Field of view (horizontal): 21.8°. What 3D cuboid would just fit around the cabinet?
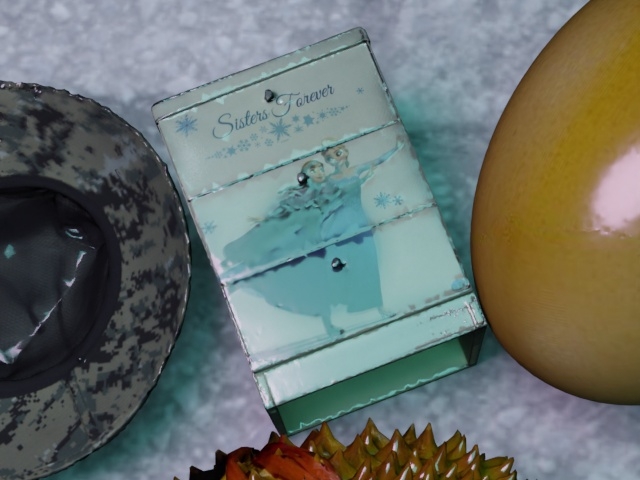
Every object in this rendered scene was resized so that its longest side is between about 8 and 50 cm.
[{"bbox_3d":[0.000,0.000,1.076,0.145,0.150,0.206,-21,75,-3],"label":"cabinet"}]

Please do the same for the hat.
[{"bbox_3d":[-0.198,0.032,1.088,0.265,0.128,0.266,-1,85,6],"label":"hat"}]

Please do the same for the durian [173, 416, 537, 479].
[{"bbox_3d":[0.000,0.278,0.912,0.347,0.347,0.384,24,67,9],"label":"durian"}]

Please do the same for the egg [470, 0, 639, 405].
[{"bbox_3d":[0.233,-0.039,1.022,0.250,0.250,0.322,43,83,13],"label":"egg"}]
